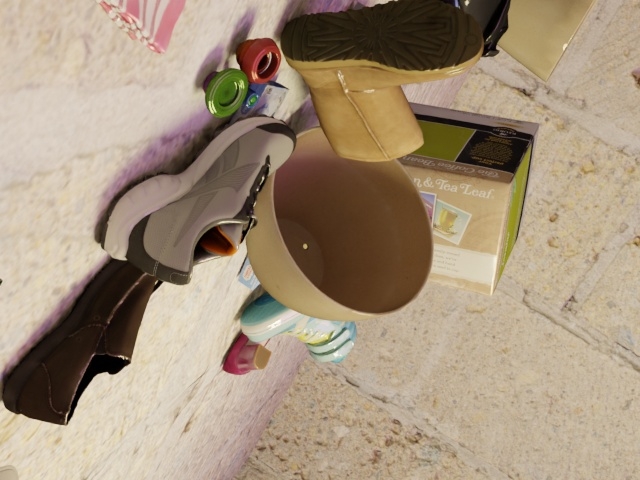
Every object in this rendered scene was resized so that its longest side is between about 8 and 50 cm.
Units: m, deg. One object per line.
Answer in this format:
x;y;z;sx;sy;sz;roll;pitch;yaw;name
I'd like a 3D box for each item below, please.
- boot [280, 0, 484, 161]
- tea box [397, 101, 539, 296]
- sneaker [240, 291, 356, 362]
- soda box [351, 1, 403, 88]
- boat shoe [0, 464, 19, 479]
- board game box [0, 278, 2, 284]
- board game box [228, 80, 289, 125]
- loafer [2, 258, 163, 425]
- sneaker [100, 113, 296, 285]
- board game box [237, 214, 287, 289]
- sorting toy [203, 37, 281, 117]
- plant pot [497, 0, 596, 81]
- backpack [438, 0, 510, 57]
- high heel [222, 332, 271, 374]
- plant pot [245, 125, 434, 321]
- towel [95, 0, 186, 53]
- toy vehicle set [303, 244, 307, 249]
0.092;-0.181;0.972;0.269;0.236;0.089;50;51;-65;boot
0.202;-0.096;1.459;0.323;0.329;0.220;-46;144;-55;tea box
-0.026;0.187;1.642;0.319;0.127;0.208;-27;112;-45;sneaker
0.062;-0.224;1.185;0.091;0.098;0.286;-54;170;-13;soda box
-0.349;0.265;0.786;0.125;0.038;0.046;-52;129;-66;boat shoe
-0.278;0.043;0.444;0.136;0.030;0.260;-59;172;-12;board game box
-0.077;-0.145;0.932;0.090;0.020;0.090;-59;171;13;board game box
-0.217;0.099;0.805;0.220;0.078;0.080;-53;170;-27;loafer
-0.102;-0.041;0.830;0.271;0.108;0.100;-45;165;-43;sneaker
-0.059;-0.023;1.401;0.160;0.039;0.211;-64;171;30;board game box
-0.085;-0.165;0.792;0.102;0.042;0.061;-41;150;-23;sorting toy
0.291;-0.419;1.199;0.256;0.274;0.256;-56;170;-15;plant pot
0.183;-0.383;0.898;0.263;0.213;0.276;-47;165;-2;backpack
-0.129;0.180;1.707;0.117;0.082;0.244;-13;-132;42;high heel
0.000;0.000;1.177;0.191;0.284;0.284;-32;-165;49;plant pot
-0.103;-0.216;0.516;0.144;0.029;0.197;-58;171;-3;towel
0.013;-0.067;1.662;0.166;0.035;0.267;-48;167;-49;toy vehicle set
